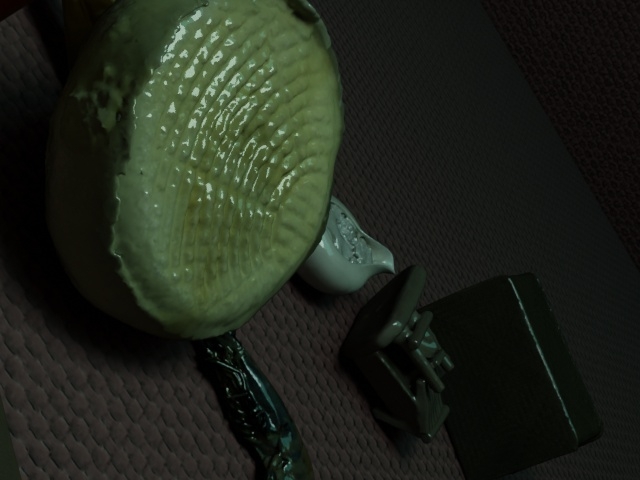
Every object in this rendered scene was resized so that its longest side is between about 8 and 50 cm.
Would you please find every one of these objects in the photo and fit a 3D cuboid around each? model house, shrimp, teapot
[{"bbox_3d":[0.117,0.155,1.575,0.188,0.122,0.229,60,21,-12],"label":"model house"},{"bbox_3d":[-0.088,0.197,1.212,0.262,0.051,0.198,64,24,-3],"label":"shrimp"},{"bbox_3d":[0.000,0.000,1.539,0.226,0.092,0.145,37,32,-42],"label":"teapot"}]

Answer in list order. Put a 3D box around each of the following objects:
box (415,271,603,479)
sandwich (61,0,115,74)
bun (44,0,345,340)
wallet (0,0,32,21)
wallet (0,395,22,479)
[{"bbox_3d":[0.268,0.201,1.753,0.143,0.184,0.273,0,66,-62],"label":"box"},{"bbox_3d":[-0.251,-0.236,1.285,0.163,0.113,0.079,54,25,3],"label":"sandwich"},{"bbox_3d":[-0.140,-0.093,1.172,0.364,0.202,0.364,-29,125,-50],"label":"bun"},{"bbox_3d":[-0.288,-0.225,1.063,0.045,0.204,0.142,61,24,-9],"label":"wallet"},{"bbox_3d":[-0.278,0.150,0.898,0.118,0.039,0.153,27,39,-56],"label":"wallet"}]
